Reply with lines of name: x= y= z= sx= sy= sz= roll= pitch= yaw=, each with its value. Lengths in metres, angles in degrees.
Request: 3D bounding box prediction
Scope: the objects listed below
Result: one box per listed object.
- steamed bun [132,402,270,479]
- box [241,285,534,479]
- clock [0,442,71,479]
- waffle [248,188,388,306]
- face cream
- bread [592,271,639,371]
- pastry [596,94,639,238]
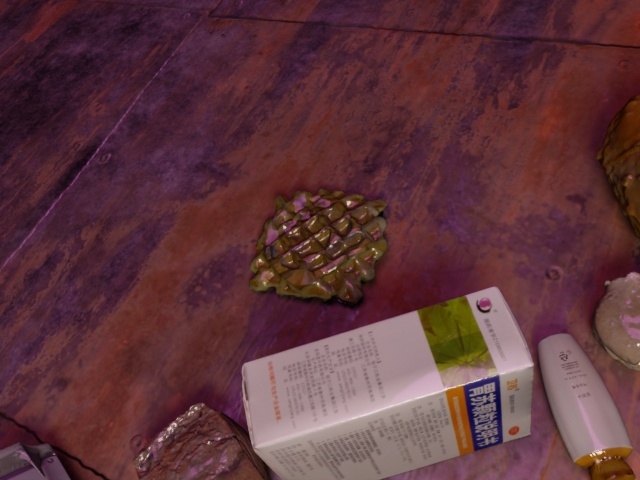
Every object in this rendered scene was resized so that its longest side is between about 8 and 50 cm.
steamed bun: x=-0.147 y=0.292 z=0.758 sx=0.145 sy=0.106 sz=0.175 roll=-43 pitch=52 yaw=-15
box: x=0.084 y=0.187 z=0.704 sx=0.299 sy=0.200 sz=0.106 roll=-19 pitch=50 yaw=3
clock: x=-0.411 y=0.363 z=0.738 sx=0.253 sy=0.083 sz=0.186 roll=-18 pitch=42 yaw=-41
waffle: x=-0.001 y=-0.002 z=0.964 sx=0.223 sy=0.054 sz=0.204 roll=6 pitch=56 yaw=22
face cream: x=0.312 y=0.198 z=0.721 sx=0.072 sy=0.051 sz=0.182 roll=-14 pitch=51 yaw=5
bread: x=0.496 y=0.125 z=0.687 sx=0.337 sy=0.102 sz=0.183 roll=-2 pitch=54 yaw=17
pastry: x=0.522 y=-0.090 z=0.800 sx=0.255 sy=0.162 sz=0.311 roll=-17 pitch=41 yaw=18
